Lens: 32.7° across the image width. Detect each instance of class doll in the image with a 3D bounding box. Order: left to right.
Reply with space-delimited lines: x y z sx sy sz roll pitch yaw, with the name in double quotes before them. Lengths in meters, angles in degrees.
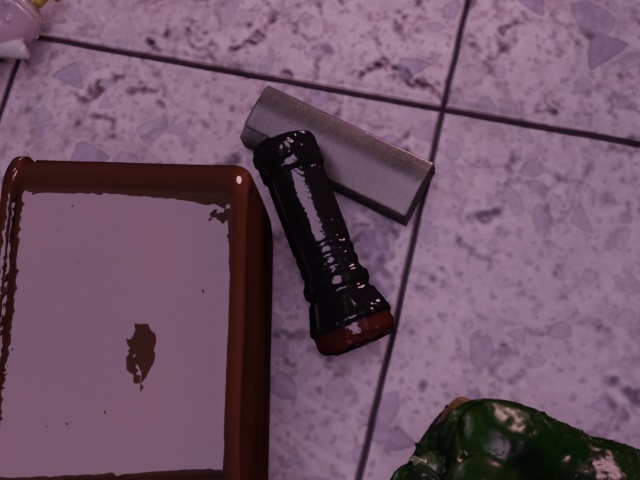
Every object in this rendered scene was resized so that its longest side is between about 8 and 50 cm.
"doll" -0.386 -0.232 1.247 0.207 0.081 0.129 -45 67 -4

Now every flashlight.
"flashlight" 0.000 0.000 1.119 0.093 0.093 0.232 -21 81 1

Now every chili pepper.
"chili pepper" 0.243 0.273 0.936 0.385 0.167 0.213 30 82 -13

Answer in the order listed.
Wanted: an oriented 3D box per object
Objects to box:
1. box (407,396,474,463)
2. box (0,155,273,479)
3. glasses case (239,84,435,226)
"box" 0.140 0.233 1.047 0.111 0.111 0.177 33 82 14
"box" -0.172 0.102 1.051 0.229 0.239 0.339 -1 75 5
"glasses case" 0.018 -0.094 1.178 0.205 0.047 0.071 27 81 13
